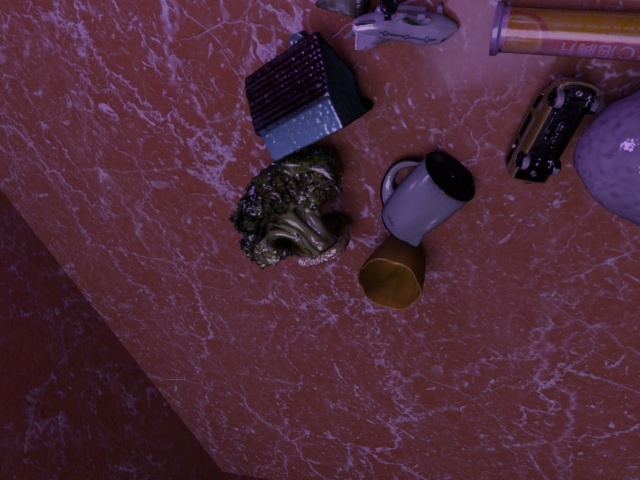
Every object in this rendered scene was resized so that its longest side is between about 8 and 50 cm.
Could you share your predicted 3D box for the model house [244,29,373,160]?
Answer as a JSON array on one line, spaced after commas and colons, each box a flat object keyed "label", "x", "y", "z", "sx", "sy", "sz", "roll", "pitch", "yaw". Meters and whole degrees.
[{"label": "model house", "x": -0.054, "y": -0.379, "z": 1.304, "sx": 0.280, "sy": 0.230, "sz": 0.249, "roll": -19, "pitch": 105, "yaw": 34}]

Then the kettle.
[{"label": "kettle", "x": 0.264, "y": -0.127, "z": 1.378, "sx": 0.221, "sy": 0.161, "sz": 0.236, "roll": 57, "pitch": 138, "yaw": 16}]

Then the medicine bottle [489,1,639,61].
[{"label": "medicine bottle", "x": 0.566, "y": -0.413, "z": 1.012, "sx": 0.425, "sy": 0.108, "sz": 0.108, "roll": 11, "pitch": 129, "yaw": 19}]

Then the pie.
[{"label": "pie", "x": 0.000, "y": 0.000, "z": 1.585, "sx": 0.205, "sy": 0.179, "sz": 0.084, "roll": -19, "pitch": 120, "yaw": 30}]

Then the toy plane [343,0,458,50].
[{"label": "toy plane", "x": 0.185, "y": -0.485, "z": 1.129, "sx": 0.255, "sy": 0.251, "sz": 0.101, "roll": -7, "pitch": 99, "yaw": -7}]

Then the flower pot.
[{"label": "flower pot", "x": 0.227, "y": 0.082, "z": 1.528, "sx": 0.195, "sy": 0.179, "sz": 0.195, "roll": 13, "pitch": 129, "yaw": 17}]

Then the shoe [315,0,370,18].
[{"label": "shoe", "x": 0.037, "y": -0.637, "z": 1.103, "sx": 0.149, "sy": 0.109, "sz": 0.293, "roll": 7, "pitch": 133, "yaw": 12}]

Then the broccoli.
[{"label": "broccoli", "x": -0.094, "y": -0.089, "z": 1.464, "sx": 0.338, "sy": 0.318, "sz": 0.277, "roll": -8, "pitch": 168, "yaw": -7}]

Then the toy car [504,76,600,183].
[{"label": "toy car", "x": 0.514, "y": -0.257, "z": 1.146, "sx": 0.101, "sy": 0.124, "sz": 0.257, "roll": 8, "pitch": 132, "yaw": -8}]

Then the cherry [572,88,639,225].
[{"label": "cherry", "x": 0.688, "y": -0.179, "z": 1.004, "sx": 0.326, "sy": 0.292, "sz": 0.335, "roll": 7, "pitch": 141, "yaw": 3}]
